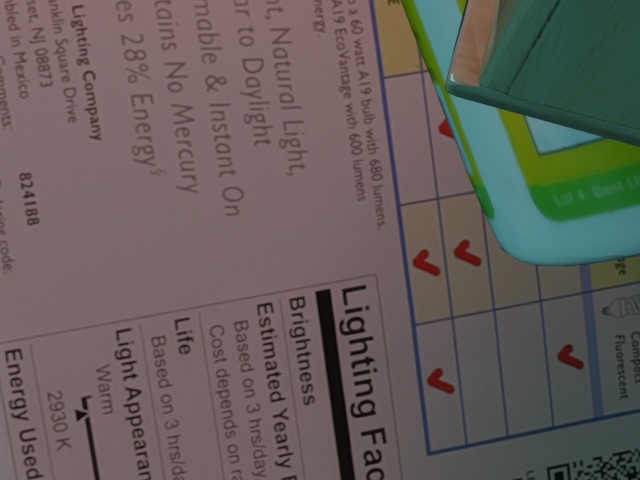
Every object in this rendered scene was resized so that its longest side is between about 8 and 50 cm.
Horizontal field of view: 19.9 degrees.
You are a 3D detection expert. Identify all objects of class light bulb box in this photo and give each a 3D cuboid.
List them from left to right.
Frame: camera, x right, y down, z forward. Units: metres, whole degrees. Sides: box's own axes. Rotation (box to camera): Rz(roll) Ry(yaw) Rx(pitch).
[{"bbox_3d":[0.000,0.000,0.873,0.225,0.361,0.357,-145,46,-72],"label":"light bulb box"}]

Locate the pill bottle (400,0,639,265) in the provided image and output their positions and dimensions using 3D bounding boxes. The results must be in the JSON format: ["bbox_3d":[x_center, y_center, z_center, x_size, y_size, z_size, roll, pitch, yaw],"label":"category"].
[{"bbox_3d":[0.073,-0.128,0.526,0.245,0.136,0.136,68,168,-11],"label":"pill bottle"}]

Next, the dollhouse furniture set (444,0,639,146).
[{"bbox_3d":[0.186,-0.169,0.391,0.198,0.286,0.303,109,177,-78],"label":"dollhouse furniture set"}]
